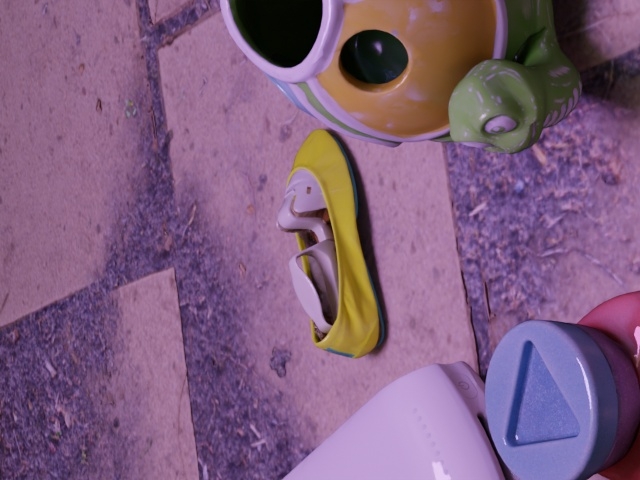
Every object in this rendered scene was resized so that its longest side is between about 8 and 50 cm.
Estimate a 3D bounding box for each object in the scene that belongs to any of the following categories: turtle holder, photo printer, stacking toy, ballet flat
[{"bbox_3d":[0.061,-0.170,1.513,0.243,0.227,0.320,-41,66,43],"label":"turtle holder"},{"bbox_3d":[0.080,0.267,1.614,0.307,0.107,0.256,-46,54,46],"label":"photo printer"},{"bbox_3d":[0.236,0.178,1.365,0.279,0.130,0.309,-35,63,51],"label":"stacking toy"},{"bbox_3d":[0.000,0.000,1.749,0.077,0.077,0.231,-36,62,51],"label":"ballet flat"}]
